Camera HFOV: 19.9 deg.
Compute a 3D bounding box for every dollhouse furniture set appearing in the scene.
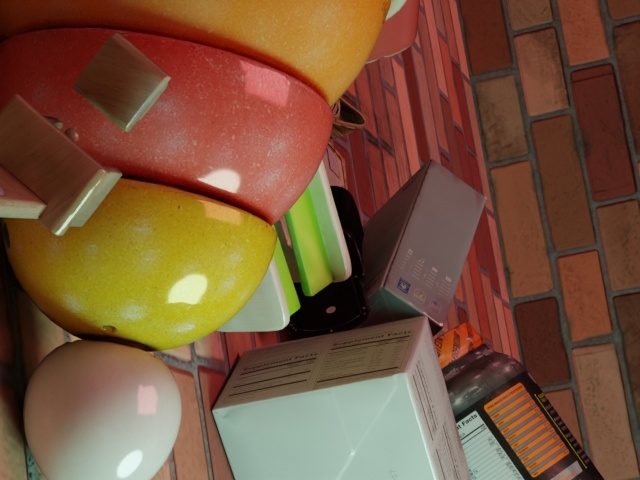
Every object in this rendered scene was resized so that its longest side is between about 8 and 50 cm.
[{"bbox_3d":[-0.173,-0.232,1.102,0.303,0.355,0.174,40,9,11],"label":"dollhouse furniture set"}]

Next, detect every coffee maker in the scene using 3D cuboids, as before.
[{"bbox_3d":[0.000,0.000,2.026,0.178,0.120,0.171,-94,-167,-71],"label":"coffee maker"}]

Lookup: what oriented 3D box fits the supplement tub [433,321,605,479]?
[{"bbox_3d":[0.195,0.272,2.024,0.338,0.207,0.207,56,11,9],"label":"supplement tub"}]

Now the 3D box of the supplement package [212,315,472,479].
[{"bbox_3d":[0.035,0.236,1.847,0.145,0.204,0.262,-61,137,-66],"label":"supplement package"}]

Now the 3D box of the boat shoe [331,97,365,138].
[{"bbox_3d":[0.018,-0.177,2.440,0.153,0.048,0.056,45,35,-65],"label":"boat shoe"}]

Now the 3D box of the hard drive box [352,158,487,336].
[{"bbox_3d":[0.088,0.045,2.151,0.089,0.181,0.232,34,45,-11],"label":"hard drive box"}]

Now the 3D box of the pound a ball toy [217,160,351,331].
[{"bbox_3d":[-0.113,-0.065,1.747,0.208,0.136,0.319,-37,117,-47],"label":"pound a ball toy"}]

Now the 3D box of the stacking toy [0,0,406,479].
[{"bbox_3d":[-0.133,-0.041,1.378,0.350,0.350,0.480,44,53,-66],"label":"stacking toy"}]

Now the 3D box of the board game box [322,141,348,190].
[{"bbox_3d":[-0.008,-0.064,2.253,0.193,0.045,0.147,47,34,-64],"label":"board game box"}]

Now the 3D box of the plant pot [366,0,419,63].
[{"bbox_3d":[0.006,-0.344,2.154,0.275,0.275,0.243,-69,154,-65],"label":"plant pot"}]
